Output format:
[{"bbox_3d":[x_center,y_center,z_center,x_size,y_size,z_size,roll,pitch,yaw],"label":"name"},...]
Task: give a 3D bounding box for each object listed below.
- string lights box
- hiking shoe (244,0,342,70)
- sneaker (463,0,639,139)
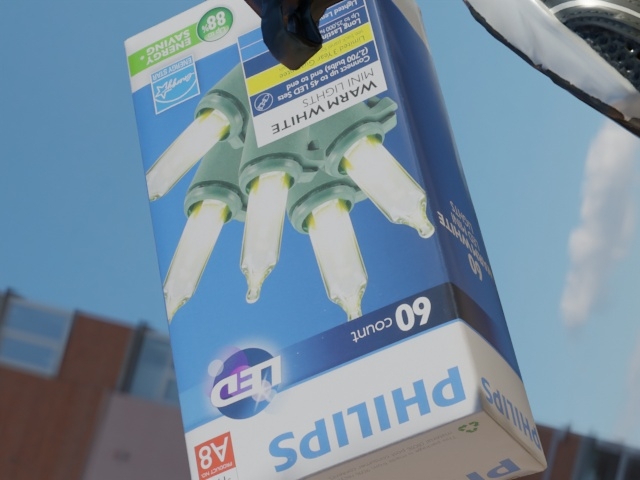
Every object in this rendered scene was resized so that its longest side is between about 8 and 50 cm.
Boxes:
[{"bbox_3d":[0.000,0.000,0.783,0.077,0.133,0.260,45,-153,-52],"label":"string lights box"},{"bbox_3d":[0.037,-0.168,0.596,0.304,0.132,0.113,-39,7,-38],"label":"hiking shoe"},{"bbox_3d":[0.066,-0.090,0.405,0.072,0.178,0.077,23,-60,-41],"label":"sneaker"}]
